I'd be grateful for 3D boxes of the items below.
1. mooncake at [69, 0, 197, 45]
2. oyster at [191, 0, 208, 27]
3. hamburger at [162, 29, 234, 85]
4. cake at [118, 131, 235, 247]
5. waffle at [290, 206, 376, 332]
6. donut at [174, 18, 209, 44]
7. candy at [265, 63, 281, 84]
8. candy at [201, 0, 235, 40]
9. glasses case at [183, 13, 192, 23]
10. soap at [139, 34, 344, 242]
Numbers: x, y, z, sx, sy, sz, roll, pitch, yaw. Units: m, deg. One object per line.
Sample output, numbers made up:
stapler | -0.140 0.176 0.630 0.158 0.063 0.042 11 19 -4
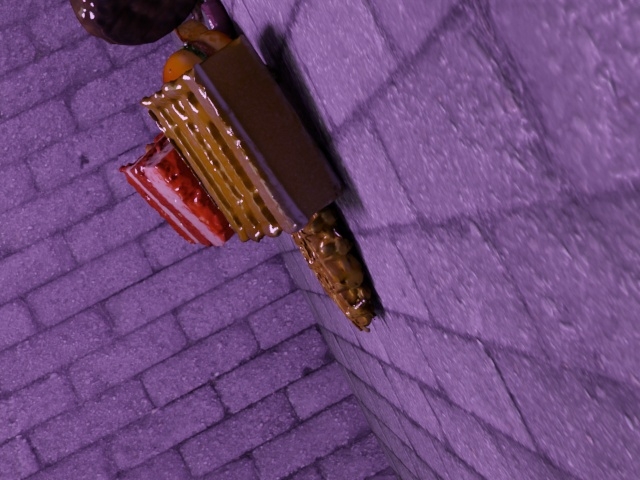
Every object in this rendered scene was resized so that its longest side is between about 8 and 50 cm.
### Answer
mooncake | -0.405 -0.553 2.037 0.161 0.290 0.290 57 172 24
oyster | -0.282 -0.519 2.171 0.038 0.080 0.083 -86 11 -57
hamburger | -0.218 -0.295 1.929 0.246 0.170 0.246 47 164 18
cake | -0.262 -0.165 2.206 0.270 0.269 0.319 47 163 -20
waffle | 0.000 0.000 1.969 0.380 0.095 0.382 52 170 50
donut | -0.244 -0.422 2.103 0.162 0.065 0.178 47 -176 32
candy | -0.099 -0.292 1.751 0.061 0.060 0.201 63 -177 -6
candy | -0.214 -0.454 1.980 0.103 0.043 0.103 155 90 -86
glasses case | -0.377 -0.656 2.448 0.071 0.047 0.205 -118 4 -51
soap | -0.141 -0.168 1.662 0.335 0.156 0.293 56 154 -9
